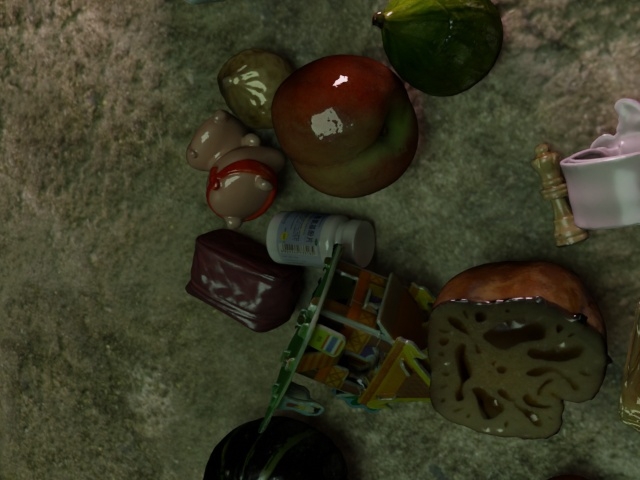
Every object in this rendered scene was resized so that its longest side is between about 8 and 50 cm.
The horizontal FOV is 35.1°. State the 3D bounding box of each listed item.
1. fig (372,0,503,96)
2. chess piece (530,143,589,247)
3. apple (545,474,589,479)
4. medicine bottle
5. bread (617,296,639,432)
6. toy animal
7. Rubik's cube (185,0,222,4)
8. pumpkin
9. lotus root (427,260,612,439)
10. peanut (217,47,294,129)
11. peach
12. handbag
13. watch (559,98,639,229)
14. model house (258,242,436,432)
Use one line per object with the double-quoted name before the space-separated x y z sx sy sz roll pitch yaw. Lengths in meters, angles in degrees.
"fig" 0.172 -0.326 1.608 0.203 0.235 0.203 7 104 30
"chess piece" 0.389 -0.076 1.662 0.060 0.060 0.172 -16 93 33
"apple" 0.440 0.480 1.747 0.139 0.163 0.163 -41 82 21
"medicine bottle" 0.000 0.000 1.890 0.186 0.103 0.103 5 108 30
"bread" 0.542 0.180 1.602 0.107 0.136 0.241 13 112 25
"toy animal" -0.161 -0.135 1.920 0.171 0.171 0.198 -41 75 33
"Rubik's cube" -0.193 -0.612 1.689 0.319 0.316 0.322 34 121 18
"pumpkin" -0.086 0.510 2.017 0.323 0.241 0.323 12 113 30
"lotus root" 0.341 0.170 1.671 0.316 0.250 0.316 9 117 19
"peanut" -0.111 -0.279 1.869 0.159 0.109 0.140 50 135 -6
"peach" 0.037 -0.197 1.725 0.252 0.252 0.252 10 110 28
"handbag" -0.150 0.077 1.978 0.225 0.146 0.135 25 113 20
"watch" 0.484 -0.117 1.489 0.244 0.231 0.196 -10 97 36
"model house" 0.084 0.239 1.825 0.313 0.242 0.358 24 132 -1
